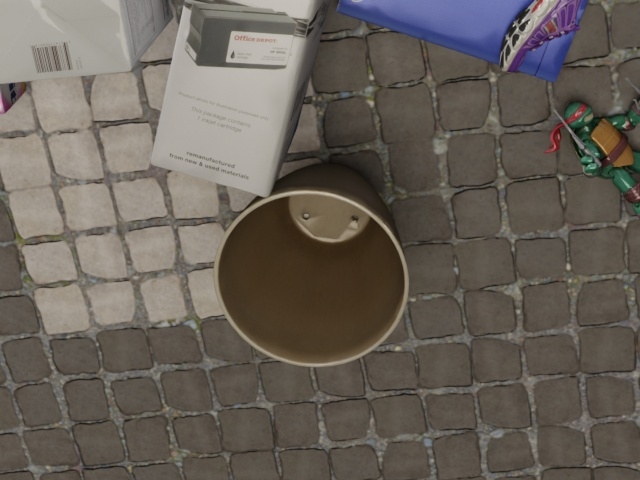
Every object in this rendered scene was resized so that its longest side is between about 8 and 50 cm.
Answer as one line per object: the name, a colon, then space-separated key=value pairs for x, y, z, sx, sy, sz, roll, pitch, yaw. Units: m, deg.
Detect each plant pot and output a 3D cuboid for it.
plant pot: x=0.000 y=0.000 z=1.845 sx=0.257 sy=0.274 sz=0.256 roll=2 pitch=114 yaw=5

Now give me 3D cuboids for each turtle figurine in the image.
turtle figurine: x=0.412 y=-0.131 z=1.832 sx=0.234 sy=0.118 sz=0.175 roll=44 pitch=71 yaw=-15

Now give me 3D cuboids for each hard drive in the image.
hard drive: x=0.203 y=-0.361 z=1.789 sx=0.319 sy=0.040 sz=0.210 roll=18 pitch=115 yaw=-2

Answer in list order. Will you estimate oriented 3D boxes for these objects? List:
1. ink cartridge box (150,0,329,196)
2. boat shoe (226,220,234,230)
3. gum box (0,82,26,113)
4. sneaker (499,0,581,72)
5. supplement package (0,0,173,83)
ink cartridge box: x=-0.078 y=-0.299 z=1.714 sx=0.166 sy=0.285 sz=0.394 roll=16 pitch=114 yaw=0
boat shoe: x=-0.088 y=0.031 z=2.002 sx=0.056 sy=0.048 sz=0.153 roll=-30 pitch=101 yaw=31
gum box: x=-0.475 y=-0.271 z=1.870 sx=0.062 sy=0.107 sz=0.188 roll=-3 pitch=113 yaw=8
sneaker: x=0.303 y=-0.284 z=1.754 sx=0.071 sy=0.068 sz=0.170 roll=35 pitch=113 yaw=-16
supplement package: x=-0.327 y=-0.343 z=1.735 sx=0.199 sy=0.262 sz=0.198 roll=-4 pitch=114 yaw=9
